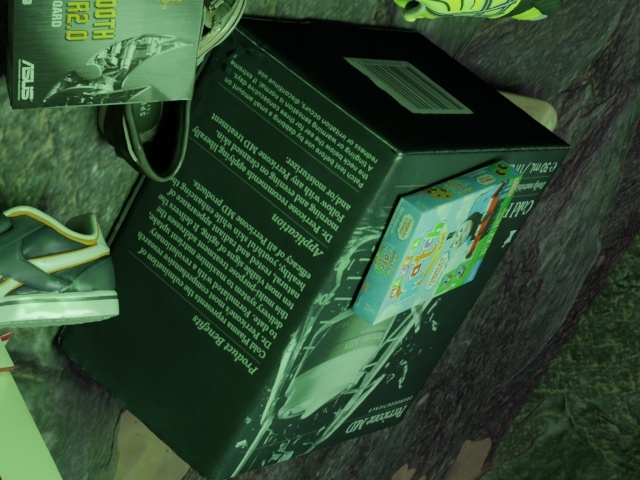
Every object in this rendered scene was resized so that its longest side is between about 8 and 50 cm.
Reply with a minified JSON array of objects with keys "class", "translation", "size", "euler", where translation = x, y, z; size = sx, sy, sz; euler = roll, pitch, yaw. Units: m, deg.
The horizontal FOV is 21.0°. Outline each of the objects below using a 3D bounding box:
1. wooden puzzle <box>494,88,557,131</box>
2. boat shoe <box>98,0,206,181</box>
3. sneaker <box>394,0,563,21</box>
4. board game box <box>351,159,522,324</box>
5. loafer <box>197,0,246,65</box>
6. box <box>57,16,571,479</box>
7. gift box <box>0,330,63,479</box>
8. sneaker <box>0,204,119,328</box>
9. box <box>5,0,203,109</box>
[{"class":"wooden puzzle","translation":[0.197,-0.097,2.643],"size":[0.348,0.080,0.322],"euler":[4,120,-60]},{"class":"boat shoe","translation":[-0.165,-0.202,1.797],"size":[0.112,0.095,0.335],"euler":[-22,144,-28]},{"class":"sneaker","translation":[0.142,-0.292,1.763],"size":[0.147,0.145,0.384],"euler":[-26,167,18]},{"class":"board game box","translation":[0.136,0.001,1.994],"size":[0.211,0.039,0.160],"euler":[-20,141,-49]},{"class":"loafer","translation":[-0.131,-0.233,1.902],"size":[0.125,0.045,0.039],"euler":[-50,146,5]},{"class":"box","translation":[0.000,0.000,2.168],"size":[0.480,0.297,0.472],"euler":[-7,133,-58]},{"class":"gift box","translation":[-0.411,0.225,1.740],"size":[0.276,0.258,0.255],"euler":[-39,160,26]},{"class":"sneaker","translation":[-0.358,0.033,1.782],"size":[0.321,0.126,0.127],"euler":[-4,86,-43]},{"class":"box","translation":[-0.205,-0.229,1.644],"size":[0.183,0.056,0.231],"euler":[-3,138,-15]}]
